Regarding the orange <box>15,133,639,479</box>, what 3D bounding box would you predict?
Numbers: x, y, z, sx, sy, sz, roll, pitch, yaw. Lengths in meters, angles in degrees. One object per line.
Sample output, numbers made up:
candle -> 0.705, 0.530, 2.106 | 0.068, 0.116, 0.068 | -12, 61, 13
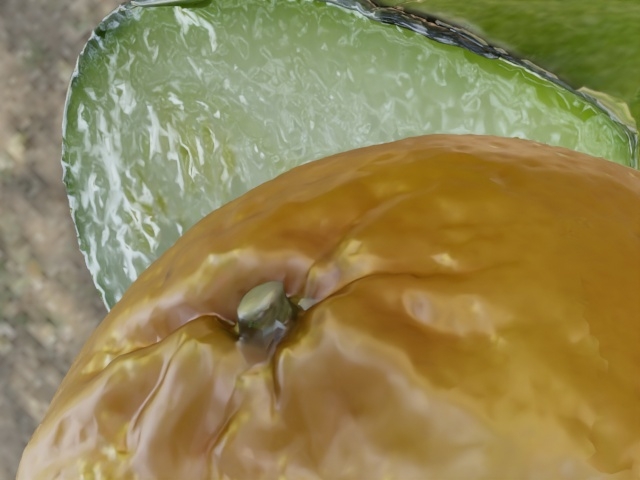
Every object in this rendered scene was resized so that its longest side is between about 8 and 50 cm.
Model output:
orange -> 0.025, 0.064, 0.378 | 0.177, 0.177, 0.155 | 10, 172, 35

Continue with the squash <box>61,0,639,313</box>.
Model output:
squash -> 0.000, 0.000, 0.758 | 0.309, 0.210, 0.234 | 5, 115, 21
